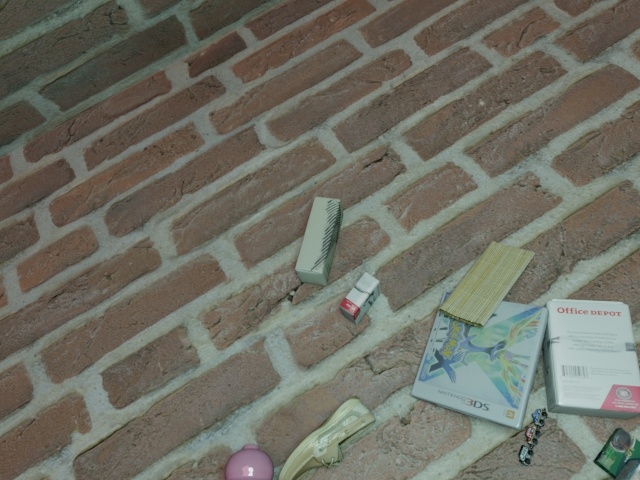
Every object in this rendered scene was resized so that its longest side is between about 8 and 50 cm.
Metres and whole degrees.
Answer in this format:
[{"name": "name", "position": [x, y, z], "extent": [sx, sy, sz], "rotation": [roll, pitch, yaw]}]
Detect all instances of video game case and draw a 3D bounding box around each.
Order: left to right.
[{"name": "video game case", "position": [0.434, 0.311, 1.343], "extent": [0.299, 0.036, 0.329], "rotation": [6, 62, 39]}]

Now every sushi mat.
[{"name": "sushi mat", "position": [0.488, 0.120, 1.437], "extent": [0.151, 0.019, 0.316], "rotation": [17, 52, 45]}]

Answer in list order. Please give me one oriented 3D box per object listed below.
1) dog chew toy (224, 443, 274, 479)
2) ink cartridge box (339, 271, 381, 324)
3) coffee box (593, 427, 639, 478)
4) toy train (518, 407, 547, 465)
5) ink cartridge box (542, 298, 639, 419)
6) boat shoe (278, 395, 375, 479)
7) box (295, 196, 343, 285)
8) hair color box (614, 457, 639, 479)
[{"name": "dog chew toy", "position": [-0.186, 0.696, 1.240], "extent": [0.206, 0.207, 0.332], "rotation": [-6, 53, 8]}, {"name": "ink cartridge box", "position": [0.125, 0.178, 1.499], "extent": [0.056, 0.099, 0.135], "rotation": [33, 74, 24]}, {"name": "coffee box", "position": [0.788, 0.565, 1.198], "extent": [0.184, 0.040, 0.113], "rotation": [39, 76, 25]}, {"name": "toy train", "position": [0.556, 0.509, 1.283], "extent": [0.036, 0.027, 0.158], "rotation": [19, 68, 31]}, {"name": "ink cartridge box", "position": [0.712, 0.312, 1.302], "extent": [0.207, 0.117, 0.283], "rotation": [1, 63, 12]}, {"name": "boat shoe", "position": [0.019, 0.558, 1.319], "extent": [0.302, 0.109, 0.098], "rotation": [-39, 61, -17]}, {"name": "box", "position": [0.000, 0.000, 1.612], "extent": [0.094, 0.113, 0.275], "rotation": [8, 66, 14]}, {"name": "hair color box", "position": [0.806, 0.668, 1.061], "extent": [0.347, 0.105, 0.174], "rotation": [38, 77, 25]}]
